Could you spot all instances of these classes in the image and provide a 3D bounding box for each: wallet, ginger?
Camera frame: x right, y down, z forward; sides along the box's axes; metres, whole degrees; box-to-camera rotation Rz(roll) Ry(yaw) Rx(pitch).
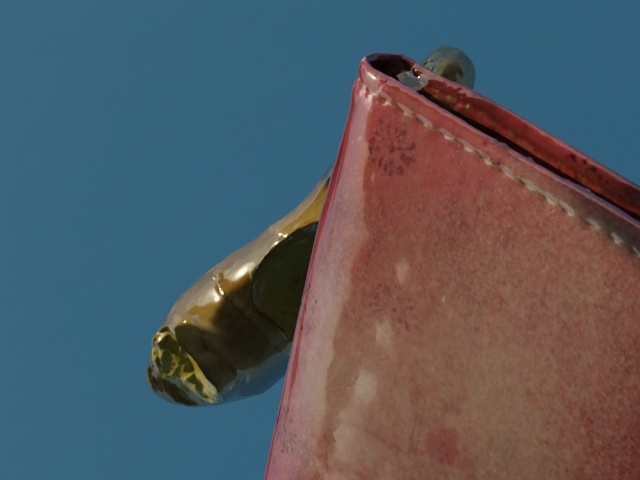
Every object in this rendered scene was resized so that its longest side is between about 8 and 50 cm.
[{"bbox_3d":[0.027,0.086,0.414,0.119,0.025,0.232,35,-55,39],"label":"wallet"},{"bbox_3d":[0.000,0.000,1.200,0.086,0.131,0.294,44,-77,9],"label":"ginger"}]
